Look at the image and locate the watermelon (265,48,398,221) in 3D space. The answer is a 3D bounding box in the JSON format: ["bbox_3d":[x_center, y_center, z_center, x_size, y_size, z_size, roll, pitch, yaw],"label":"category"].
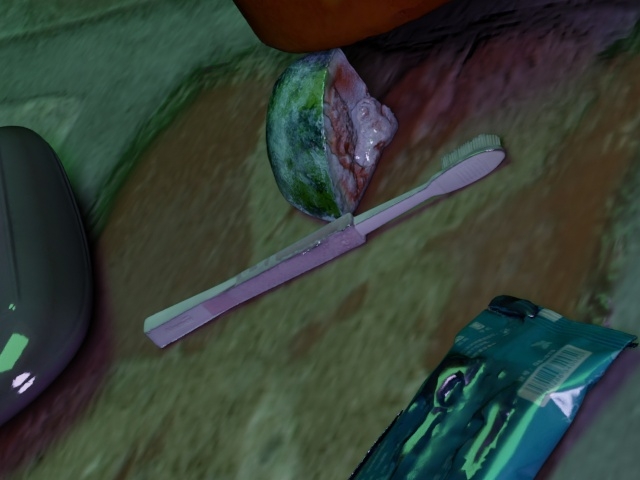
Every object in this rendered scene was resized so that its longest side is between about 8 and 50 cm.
[{"bbox_3d":[0.006,-0.050,0.887,0.061,0.085,0.085,-4,30,-16],"label":"watermelon"}]

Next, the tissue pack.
[{"bbox_3d":[0.050,0.078,0.701,0.138,0.028,0.085,-54,35,-12],"label":"tissue pack"}]

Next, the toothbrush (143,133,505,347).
[{"bbox_3d":[0.000,0.001,0.852,0.194,0.014,0.017,-29,35,20],"label":"toothbrush"}]

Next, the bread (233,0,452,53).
[{"bbox_3d":[0.074,-0.227,0.898,0.328,0.114,0.295,-38,22,-9],"label":"bread"}]

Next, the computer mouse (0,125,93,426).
[{"bbox_3d":[-0.175,0.027,0.969,0.120,0.057,0.232,-36,36,10],"label":"computer mouse"}]
